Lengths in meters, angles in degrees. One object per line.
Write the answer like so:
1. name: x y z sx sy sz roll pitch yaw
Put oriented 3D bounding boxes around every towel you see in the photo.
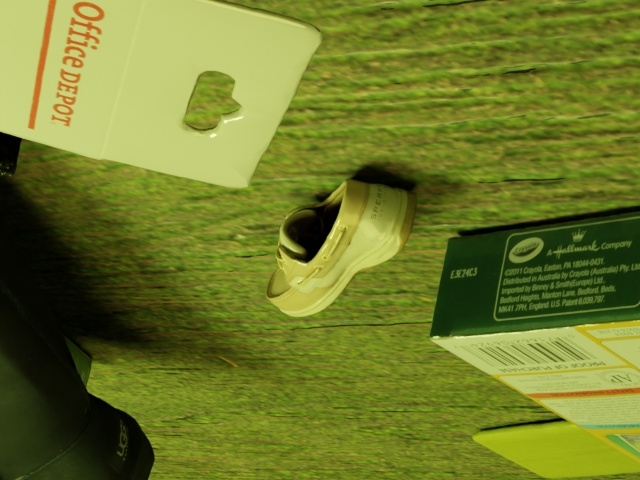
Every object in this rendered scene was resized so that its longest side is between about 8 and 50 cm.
1. towel: 0.247 0.176 1.544 0.102 0.021 0.237 31 153 -28

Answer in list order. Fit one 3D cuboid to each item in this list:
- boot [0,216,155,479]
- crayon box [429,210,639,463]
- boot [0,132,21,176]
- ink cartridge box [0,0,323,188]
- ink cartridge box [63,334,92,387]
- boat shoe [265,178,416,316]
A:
1. boot: -0.369 0.094 1.399 0.367 0.146 0.445 -7 149 12
2. crayon box: 0.255 0.084 1.221 0.203 0.083 0.323 -8 150 42
3. boot: -0.281 -0.088 1.062 0.207 0.094 0.246 25 149 -20
4. ink cartridge box: -0.174 -0.151 0.814 0.353 0.119 0.207 16 158 -8
5. ink cartridge box: -0.322 0.080 1.562 0.171 0.056 0.235 5 159 17
6. boat shoe: 0.000 0.000 1.186 0.059 0.063 0.170 23 147 -20
